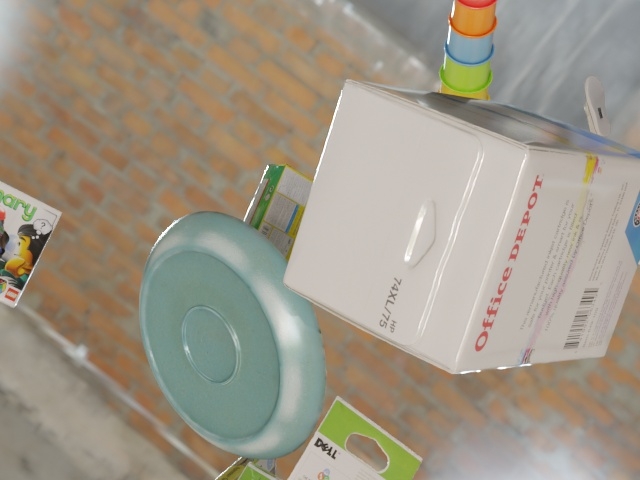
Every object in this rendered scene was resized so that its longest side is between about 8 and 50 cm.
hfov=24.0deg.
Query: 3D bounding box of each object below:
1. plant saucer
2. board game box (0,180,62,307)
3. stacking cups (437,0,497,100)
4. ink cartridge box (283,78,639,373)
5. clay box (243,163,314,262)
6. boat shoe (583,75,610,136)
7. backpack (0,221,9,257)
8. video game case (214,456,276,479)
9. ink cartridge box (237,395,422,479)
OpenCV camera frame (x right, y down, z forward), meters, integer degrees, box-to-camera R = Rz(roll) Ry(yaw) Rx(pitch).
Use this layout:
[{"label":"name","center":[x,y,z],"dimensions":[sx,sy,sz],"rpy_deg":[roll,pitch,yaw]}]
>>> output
[{"label":"plant saucer","center":[-0.121,0.122,1.824],"dimensions":[0.044,0.317,0.317],"rpy_deg":[-21,-121,-44]},{"label":"board game box","center":[-0.637,-0.032,2.664],"dimensions":[0.305,0.193,0.053],"rpy_deg":[27,171,-12]},{"label":"stacking cups","center":[0.239,-0.337,2.468],"dimensions":[0.096,0.316,0.096],"rpy_deg":[-1,-129,2]},{"label":"ink cartridge box","center":[0.143,-0.014,1.342],"dimensions":[0.197,0.198,0.270],"rpy_deg":[26,-166,35]},{"label":"clay box","center":[0.000,0.000,2.075],"dimensions":[0.222,0.127,0.053],"rpy_deg":[31,165,-31]},{"label":"boat shoe","center":[0.436,-0.213,2.412],"dimensions":[0.035,0.035,0.100],"rpy_deg":[-19,-83,-30]},{"label":"backpack","center":[-0.482,-0.004,1.988],"dimensions":[0.114,0.105,0.084],"rpy_deg":[41,-160,-17]},{"label":"video game case","center":[-0.131,0.484,2.387],"dimensions":[0.035,0.274,0.248],"rpy_deg":[6,-167,18]},{"label":"ink cartridge box","center":[-0.009,0.344,1.973],"dimensions":[0.189,0.255,0.097],"rpy_deg":[39,167,-32]}]
